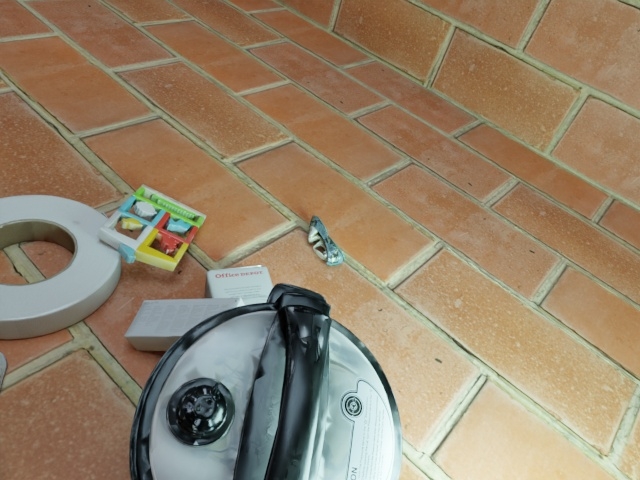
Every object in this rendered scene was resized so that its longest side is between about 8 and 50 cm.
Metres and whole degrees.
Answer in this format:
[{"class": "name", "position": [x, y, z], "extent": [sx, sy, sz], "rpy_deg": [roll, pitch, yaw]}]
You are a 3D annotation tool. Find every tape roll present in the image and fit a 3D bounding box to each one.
[{"class": "tape roll", "position": [-0.654, 0.043, 1.089], "extent": [0.392, 0.072, 0.392], "rpy_deg": [11, 41, -9]}]

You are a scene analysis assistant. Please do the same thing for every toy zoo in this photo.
[{"class": "toy zoo", "position": [-0.418, -0.028, 1.214], "extent": [0.192, 0.030, 0.293], "rpy_deg": [27, 30, -11]}]

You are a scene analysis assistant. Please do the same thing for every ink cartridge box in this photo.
[{"class": "ink cartridge box", "position": [-0.177, 0.164, 1.121], "extent": [0.148, 0.086, 0.203], "rpy_deg": [-4, 45, -21]}]

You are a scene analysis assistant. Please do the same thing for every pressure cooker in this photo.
[{"class": "pressure cooker", "position": [-0.090, 0.295, 0.708], "extent": [0.376, 0.420, 0.370], "rpy_deg": [-25, 74, -29]}]

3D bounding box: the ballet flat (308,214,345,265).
[{"class": "ballet flat", "position": [0.000, 0.000, 1.386], "extent": [0.070, 0.070, 0.188], "rpy_deg": [-10, 45, -29]}]

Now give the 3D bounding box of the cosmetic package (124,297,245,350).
[{"class": "cosmetic package", "position": [-0.275, 0.176, 1.010], "extent": [0.239, 0.060, 0.099], "rpy_deg": [-3, 45, 19]}]

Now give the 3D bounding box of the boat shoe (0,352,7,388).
[{"class": "boat shoe", "position": [-0.614, 0.247, 0.908], "extent": [0.035, 0.035, 0.100], "rpy_deg": [0, 45, -20]}]
